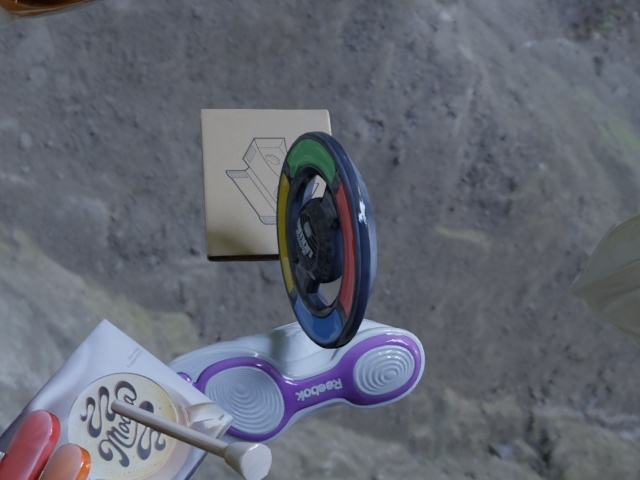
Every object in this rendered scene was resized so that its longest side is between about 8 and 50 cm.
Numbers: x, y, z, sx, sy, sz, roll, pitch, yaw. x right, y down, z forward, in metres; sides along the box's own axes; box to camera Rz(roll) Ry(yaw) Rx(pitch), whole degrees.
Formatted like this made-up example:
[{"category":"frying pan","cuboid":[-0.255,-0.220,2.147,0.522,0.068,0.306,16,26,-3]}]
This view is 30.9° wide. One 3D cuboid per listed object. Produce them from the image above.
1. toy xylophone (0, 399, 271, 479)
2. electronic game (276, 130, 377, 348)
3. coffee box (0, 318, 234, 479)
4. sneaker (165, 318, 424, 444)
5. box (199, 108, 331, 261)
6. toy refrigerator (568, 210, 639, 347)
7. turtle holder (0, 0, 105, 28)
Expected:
[{"category":"toy xylophone","cuboid":[-0.168,0.226,0.846,0.081,0.322,0.236,38,66,-44]},{"category":"electronic game","cuboid":[0.000,0.000,1.217,0.048,0.229,0.229,-5,129,-22]},{"category":"coffee box","cuboid":[-0.239,0.243,1.089,0.297,0.168,0.119,-52,-179,-40]},{"category":"sneaker","cuboid":[-0.042,0.154,1.325,0.305,0.152,0.114,-6,101,-15]},{"category":"box","cuboid":[-0.060,-0.069,1.400,0.164,0.201,0.021,-1,154,-9]},{"category":"toy refrigerator","cuboid":[0.324,0.016,0.986,0.094,0.102,0.269,-52,-179,-16]},{"category":"turtle holder","cuboid":[-0.190,-0.266,0.626,0.320,0.243,0.227,36,92,-12]}]
